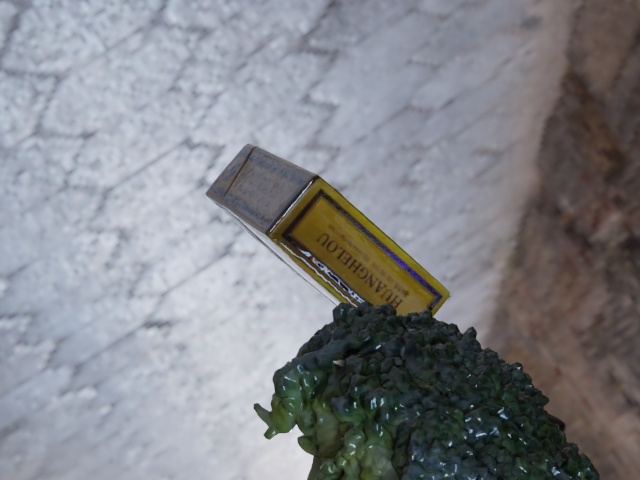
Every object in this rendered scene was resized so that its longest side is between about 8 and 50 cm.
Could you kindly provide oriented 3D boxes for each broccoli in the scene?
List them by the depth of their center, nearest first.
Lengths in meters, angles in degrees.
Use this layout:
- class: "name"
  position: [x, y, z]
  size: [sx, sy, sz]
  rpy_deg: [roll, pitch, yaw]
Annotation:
- class: "broccoli"
  position: [0.063, 0.185, 1.092]
  size: [0.243, 0.263, 0.247]
  rpy_deg: [-51, 174, 15]

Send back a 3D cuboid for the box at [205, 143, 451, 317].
- class: "box"
  position: [0.000, 0.000, 1.747]
  size: [0.084, 0.193, 0.301]
  rpy_deg: [-49, -162, -3]
